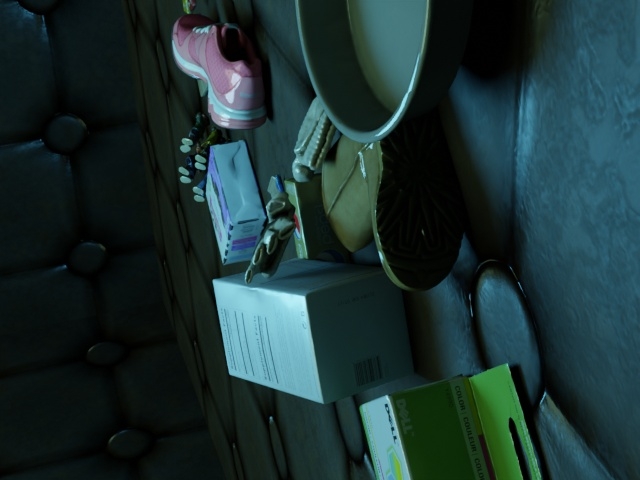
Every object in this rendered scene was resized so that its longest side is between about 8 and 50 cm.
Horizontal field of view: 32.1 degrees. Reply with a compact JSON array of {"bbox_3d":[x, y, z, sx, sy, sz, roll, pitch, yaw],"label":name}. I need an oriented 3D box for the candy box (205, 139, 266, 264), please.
[{"bbox_3d":[-0.163,-0.068,2.108,0.196,0.070,0.165,109,147,-64],"label":"candy box"}]

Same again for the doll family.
[{"bbox_3d":[-0.228,-0.169,2.225,0.193,0.076,0.111,106,-173,-46],"label":"doll family"}]

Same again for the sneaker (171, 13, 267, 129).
[{"bbox_3d":[-0.159,-0.320,1.871,0.314,0.116,0.136,56,145,42],"label":"sneaker"}]

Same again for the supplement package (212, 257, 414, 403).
[{"bbox_3d":[-0.014,0.106,1.399,0.244,0.139,0.134,5,106,59],"label":"supplement package"}]

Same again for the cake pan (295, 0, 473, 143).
[{"bbox_3d":[0.051,-0.235,0.993,0.293,0.054,0.293,173,90,-68],"label":"cake pan"}]

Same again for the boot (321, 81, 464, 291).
[{"bbox_3d":[0.068,-0.035,1.204,0.269,0.089,0.236,127,143,-71],"label":"boot"}]

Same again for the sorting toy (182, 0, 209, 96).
[{"bbox_3d":[-0.214,-0.363,2.123,0.132,0.046,0.275,161,97,-76],"label":"sorting toy"}]

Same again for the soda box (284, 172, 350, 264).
[{"bbox_3d":[0.000,0.000,1.534,0.058,0.061,0.181,-156,56,-74],"label":"soda box"}]

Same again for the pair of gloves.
[{"bbox_3d":[-0.033,-0.070,1.374,0.204,0.042,0.240,-83,16,-75],"label":"pair of gloves"}]

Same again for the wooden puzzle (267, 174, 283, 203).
[{"bbox_3d":[-0.069,-0.064,1.862,0.116,0.014,0.079,129,124,-73],"label":"wooden puzzle"}]

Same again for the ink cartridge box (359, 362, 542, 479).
[{"bbox_3d":[0.132,0.234,1.127,0.255,0.097,0.189,127,130,-73],"label":"ink cartridge box"}]
